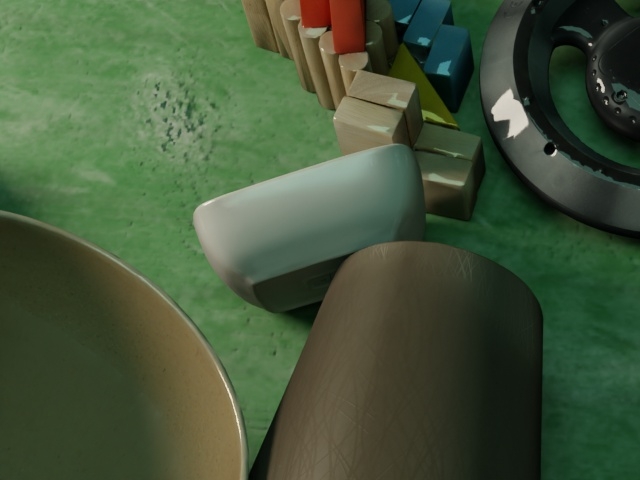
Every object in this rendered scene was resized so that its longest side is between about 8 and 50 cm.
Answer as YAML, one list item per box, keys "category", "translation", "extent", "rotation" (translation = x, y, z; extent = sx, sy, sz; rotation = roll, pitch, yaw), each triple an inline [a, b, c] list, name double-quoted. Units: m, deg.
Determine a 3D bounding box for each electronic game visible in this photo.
- category: "electronic game"
  translation: [0.218, -0.103, 1.158]
  extent: [0.229, 0.048, 0.229]
  rotation: [-1, 63, 2]

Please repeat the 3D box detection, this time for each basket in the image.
- category: "basket"
  translation: [0.042, 0.127, 0.993]
  extent: [0.204, 0.154, 0.226]
  rotation: [-12, 47, 34]

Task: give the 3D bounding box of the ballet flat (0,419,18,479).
- category: "ballet flat"
  translation: [-0.253, 0.029, 1.135]
  extent: [0.095, 0.096, 0.280]
  rotation: [-21, 58, -4]

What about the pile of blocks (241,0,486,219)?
- category: "pile of blocks"
  translation: [0.015, -0.177, 1.203]
  extent: [0.149, 0.112, 0.362]
  rotation: [-31, 59, -9]

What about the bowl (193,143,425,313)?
- category: "bowl"
  translation: [0.000, 0.000, 1.088]
  extent: [0.142, 0.142, 0.053]
  rotation: [-17, 75, 2]

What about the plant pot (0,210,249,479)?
- category: "plant pot"
  translation: [-0.202, 0.147, 0.971]
  extent: [0.284, 0.191, 0.284]
  rotation: [15, 42, -14]
